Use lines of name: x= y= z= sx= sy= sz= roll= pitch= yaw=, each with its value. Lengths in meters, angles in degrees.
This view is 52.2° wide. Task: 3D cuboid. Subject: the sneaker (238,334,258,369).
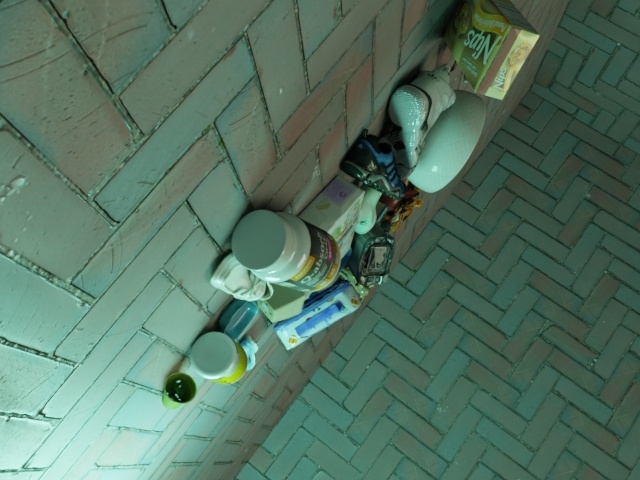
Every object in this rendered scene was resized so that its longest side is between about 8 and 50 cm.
sneaker: x=-0.241 y=0.352 z=1.999 sx=0.073 sy=0.063 sz=0.162 roll=-25 pitch=148 yaw=-30

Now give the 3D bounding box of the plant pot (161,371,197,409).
plant pot: x=-0.359 y=0.382 z=1.623 sx=0.083 sy=0.083 sz=0.079 roll=-41 pitch=172 yaw=-45

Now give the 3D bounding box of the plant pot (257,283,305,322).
plant pot: x=-0.118 y=0.168 z=1.857 sx=0.096 sy=0.109 sz=0.109 roll=-33 pitch=158 yaw=-27

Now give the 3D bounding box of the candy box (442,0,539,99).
candy box: x=0.429 y=-0.526 z=1.687 sx=0.316 sy=0.088 sz=0.182 roll=-101 pitch=-153 yaw=-47

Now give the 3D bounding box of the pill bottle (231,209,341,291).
pill bottle: x=-0.074 y=0.024 z=1.479 sx=0.162 sy=0.162 sz=0.278 roll=-56 pitch=155 yaw=5

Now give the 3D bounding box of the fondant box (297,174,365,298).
fondant box: x=0.000 y=0.000 z=1.858 sx=0.238 sy=0.096 sz=0.330 roll=-48 pitch=165 yaw=-27

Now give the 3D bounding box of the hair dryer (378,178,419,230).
hair dryer: x=0.291 y=-0.178 z=2.414 sx=0.223 sy=0.080 sz=0.293 roll=-45 pitch=159 yaw=-29

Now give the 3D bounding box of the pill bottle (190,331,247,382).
pill bottle: x=-0.255 y=0.309 z=1.689 sx=0.117 sy=0.117 sz=0.215 roll=-52 pitch=166 yaw=-11

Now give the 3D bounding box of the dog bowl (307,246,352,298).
dog bowl: x=0.006 y=0.087 z=2.128 sx=0.297 sy=0.074 sz=0.165 roll=-36 pitch=157 yaw=-51

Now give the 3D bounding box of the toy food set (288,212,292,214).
toy food set: x=-0.119 y=-0.024 z=1.568 sx=0.122 sy=0.019 sz=0.078 roll=-50 pitch=167 yaw=16

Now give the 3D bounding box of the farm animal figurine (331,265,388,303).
farm animal figurine: x=0.167 y=0.150 z=2.602 sx=0.330 sy=0.172 sz=0.326 roll=-35 pitch=157 yaw=-53

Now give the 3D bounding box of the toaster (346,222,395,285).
toaster: x=0.165 y=0.033 z=2.228 sx=0.129 sy=0.146 sz=0.226 roll=-4 pitch=120 yaw=-23

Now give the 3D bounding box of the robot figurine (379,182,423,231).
robot figurine: x=0.340 y=-0.144 z=2.666 sx=0.291 sy=0.085 sz=0.211 roll=-43 pitch=161 yaw=-41

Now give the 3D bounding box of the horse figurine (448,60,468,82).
horse figurine: x=0.451 y=-0.582 z=1.913 sx=0.263 sy=0.066 sz=0.174 roll=-63 pitch=-174 yaw=4

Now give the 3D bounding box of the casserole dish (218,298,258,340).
casserole dish: x=-0.219 y=0.202 z=1.728 sx=0.114 sy=0.037 sz=0.188 roll=-52 pitch=165 yaw=-11

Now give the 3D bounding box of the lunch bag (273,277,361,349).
lunch bag: x=-0.003 y=0.233 z=2.129 sx=0.303 sy=0.114 sz=0.243 roll=-33 pitch=178 yaw=4

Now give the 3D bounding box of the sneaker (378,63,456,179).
sneaker: x=0.283 y=-0.341 z=1.895 sx=0.210 sy=0.137 sz=0.365 roll=-44 pitch=160 yaw=-27

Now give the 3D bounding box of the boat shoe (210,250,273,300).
boat shoe: x=-0.167 y=0.093 z=1.514 sx=0.098 sy=0.096 sz=0.277 roll=-53 pitch=166 yaw=2

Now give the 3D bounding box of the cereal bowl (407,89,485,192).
cereal bowl: x=0.361 y=-0.331 z=2.061 sx=0.339 sy=0.141 sz=0.339 roll=-57 pitch=-164 yaw=26

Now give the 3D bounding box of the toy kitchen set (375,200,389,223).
toy kitchen set: x=0.214 y=-0.050 z=2.387 sx=0.166 sy=0.122 sz=0.207 roll=-56 pitch=166 yaw=7

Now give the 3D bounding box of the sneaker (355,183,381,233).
sneaker: x=0.106 y=-0.076 z=2.044 sx=0.151 sy=0.094 sz=0.255 roll=-44 pitch=161 yaw=-29

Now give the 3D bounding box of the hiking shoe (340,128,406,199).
hiking shoe: x=0.181 y=-0.203 z=1.838 sx=0.304 sy=0.113 sz=0.132 roll=20 pitch=100 yaw=-59
